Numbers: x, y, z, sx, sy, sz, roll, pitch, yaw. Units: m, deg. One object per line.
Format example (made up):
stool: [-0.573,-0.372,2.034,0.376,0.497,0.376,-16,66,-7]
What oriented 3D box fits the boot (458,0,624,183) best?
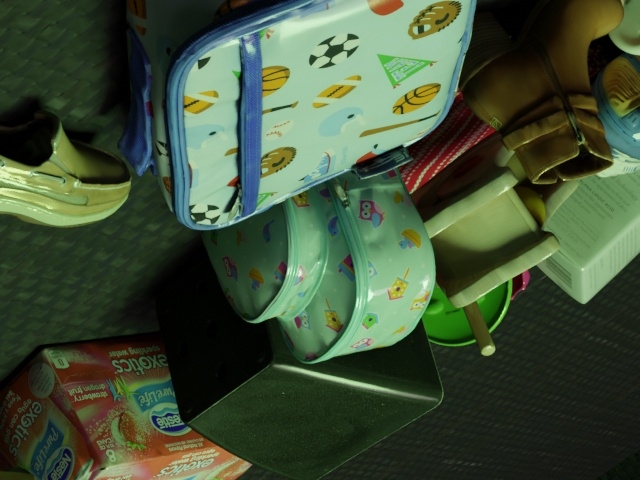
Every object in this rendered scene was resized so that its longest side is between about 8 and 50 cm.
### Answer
boot: [0.200,-0.124,1.611,0.197,0.152,0.073,-19,157,-31]

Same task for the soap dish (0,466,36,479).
soap dish: [-0.353,0.258,1.613,0.291,0.118,0.229,5,154,-2]

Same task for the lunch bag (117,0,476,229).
lunch bag: [-0.021,-0.122,1.361,0.243,0.115,0.303,-24,158,-13]

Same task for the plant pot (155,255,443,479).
plant pot: [-0.035,0.087,1.737,0.167,0.187,0.188,12,144,-42]

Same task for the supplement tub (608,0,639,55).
supplement tub: [0.298,-0.191,1.718,0.071,0.071,0.107,-42,158,27]

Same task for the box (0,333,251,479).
box: [-0.171,0.171,1.813,0.122,0.128,0.257,-44,158,30]

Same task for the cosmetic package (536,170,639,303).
cosmetic package: [0.315,-0.053,1.993,0.231,0.085,0.117,-44,161,-9]

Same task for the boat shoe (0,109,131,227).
boat shoe: [-0.192,-0.054,1.348,0.190,0.068,0.072,-3,135,-53]

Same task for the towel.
towel: [0.112,-0.094,1.740,0.275,0.031,0.199,-11,153,-44]

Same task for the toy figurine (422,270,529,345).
toy figurine: [0.140,0.036,2.003,0.173,0.130,0.159,-16,178,27]

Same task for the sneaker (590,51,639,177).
sneaker: [0.280,-0.098,1.808,0.131,0.112,0.296,-33,172,21]

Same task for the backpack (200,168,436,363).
backpack: [0.000,0.000,1.565,0.144,0.188,0.166,-17,156,-36]

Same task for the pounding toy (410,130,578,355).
pounding toy: [0.162,-0.002,1.689,0.154,0.155,0.269,-35,-172,1]
